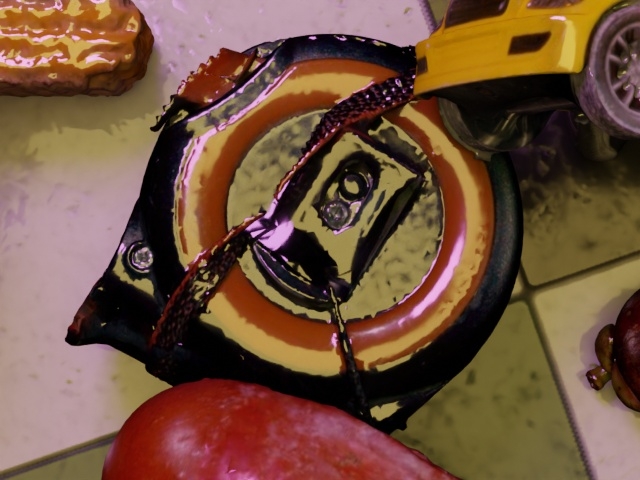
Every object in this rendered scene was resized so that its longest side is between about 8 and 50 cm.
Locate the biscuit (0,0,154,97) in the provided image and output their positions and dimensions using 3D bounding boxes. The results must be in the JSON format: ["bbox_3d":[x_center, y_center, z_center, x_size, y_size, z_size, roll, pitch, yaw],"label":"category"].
[{"bbox_3d":[-0.281,-0.106,1.013,0.378,0.094,0.054,1,92,1],"label":"biscuit"}]

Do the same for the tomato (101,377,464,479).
[{"bbox_3d":[-0.019,0.184,0.928,0.233,0.200,0.139,24,47,8],"label":"tomato"}]

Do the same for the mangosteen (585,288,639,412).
[{"bbox_3d":[0.190,0.059,1.009,0.081,0.081,0.081,0,86,0],"label":"mangosteen"}]

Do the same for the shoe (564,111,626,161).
[{"bbox_3d":[0.188,-0.121,1.027,0.099,0.071,0.169,11,86,-6],"label":"shoe"}]

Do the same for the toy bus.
[{"bbox_3d":[0.212,-0.112,0.928,0.330,0.144,0.152,2,88,-26],"label":"toy bus"}]

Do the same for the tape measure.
[{"bbox_3d":[0.000,0.000,0.982,0.202,0.135,0.223,30,85,1],"label":"tape measure"}]
